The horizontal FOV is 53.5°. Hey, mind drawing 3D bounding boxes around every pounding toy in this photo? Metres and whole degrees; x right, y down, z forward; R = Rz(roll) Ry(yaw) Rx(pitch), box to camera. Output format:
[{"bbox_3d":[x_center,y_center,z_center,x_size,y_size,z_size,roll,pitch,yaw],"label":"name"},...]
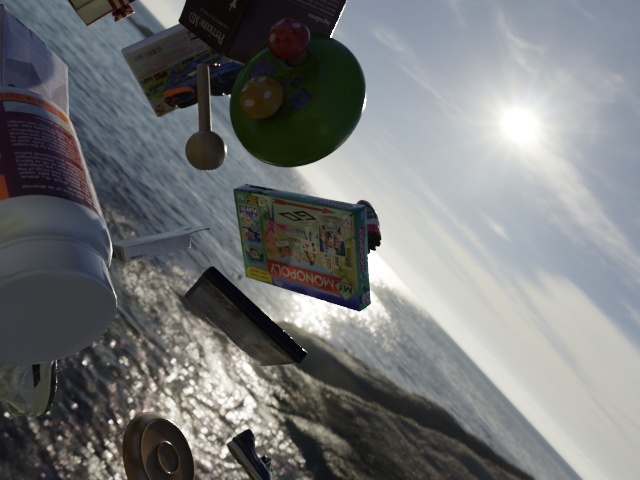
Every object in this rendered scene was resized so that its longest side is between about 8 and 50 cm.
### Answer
[{"bbox_3d":[-0.070,-0.189,0.778,0.110,0.237,0.182,43,41,-65],"label":"pounding toy"}]

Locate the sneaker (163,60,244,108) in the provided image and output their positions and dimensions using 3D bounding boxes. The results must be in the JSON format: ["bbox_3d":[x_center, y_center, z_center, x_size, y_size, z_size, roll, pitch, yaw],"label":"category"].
[{"bbox_3d":[-0.258,-0.371,1.426,0.083,0.221,0.087,40,40,-69],"label":"sneaker"}]

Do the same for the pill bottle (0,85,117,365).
[{"bbox_3d":[-0.436,-0.030,0.924,0.224,0.224,0.392,43,11,-52],"label":"pill bottle"}]

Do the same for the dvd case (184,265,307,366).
[{"bbox_3d":[-0.124,0.124,0.967,0.180,0.022,0.253,44,-21,-5],"label":"dvd case"}]

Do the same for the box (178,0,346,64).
[{"bbox_3d":[-0.078,-0.373,0.950,0.167,0.203,0.168,7,28,-43],"label":"box"}]

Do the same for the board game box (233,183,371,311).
[{"bbox_3d":[-0.041,0.009,1.310,0.318,0.046,0.213,13,-62,37],"label":"board game box"}]

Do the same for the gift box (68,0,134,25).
[{"bbox_3d":[-0.565,-0.723,1.647,0.255,0.277,0.258,54,-7,51],"label":"gift box"}]

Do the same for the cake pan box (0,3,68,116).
[{"bbox_3d":[-0.577,-0.284,1.246,0.267,0.070,0.245,63,22,-79],"label":"cake pan box"}]

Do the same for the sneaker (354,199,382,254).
[{"bbox_3d":[0.000,0.000,1.489,0.121,0.299,0.111,54,25,-49],"label":"sneaker"}]

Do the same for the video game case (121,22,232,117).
[{"bbox_3d":[-0.326,-0.416,1.509,0.026,0.227,0.206,59,-7,34],"label":"video game case"}]

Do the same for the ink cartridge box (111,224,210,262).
[{"bbox_3d":[-0.419,0.007,1.639,0.223,0.224,0.045,5,-72,63],"label":"ink cartridge box"}]

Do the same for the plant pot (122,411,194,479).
[{"bbox_3d":[-0.357,0.500,1.446,0.236,0.032,0.236,54,17,-26],"label":"plant pot"}]

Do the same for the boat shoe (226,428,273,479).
[{"bbox_3d":[-0.129,0.508,1.420,0.075,0.065,0.206,-3,-57,55],"label":"boat shoe"}]

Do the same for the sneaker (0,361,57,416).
[{"bbox_3d":[-0.675,0.238,1.284,0.258,0.447,0.169,-3,54,-32],"label":"sneaker"}]
